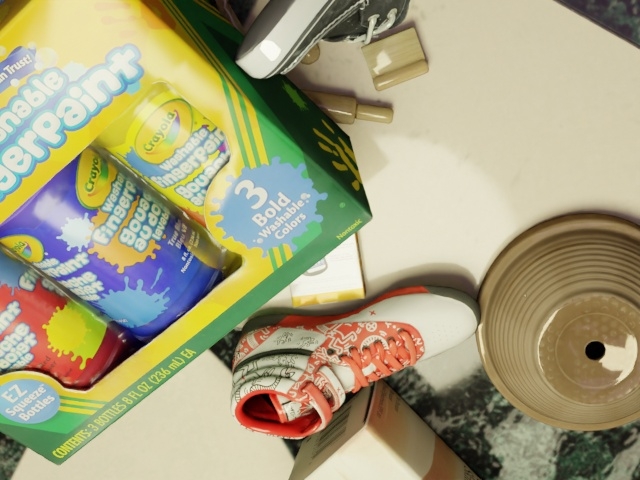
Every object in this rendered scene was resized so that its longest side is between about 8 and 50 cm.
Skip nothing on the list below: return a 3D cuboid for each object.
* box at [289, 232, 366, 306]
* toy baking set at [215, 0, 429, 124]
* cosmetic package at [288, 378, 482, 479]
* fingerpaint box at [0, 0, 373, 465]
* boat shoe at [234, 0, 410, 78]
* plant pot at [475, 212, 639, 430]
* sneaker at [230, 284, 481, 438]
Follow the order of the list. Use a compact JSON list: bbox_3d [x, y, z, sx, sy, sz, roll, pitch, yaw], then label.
[{"bbox_3d":[0.000,0.000,1.225,0.081,0.028,0.136,-7,100,8],"label":"box"},{"bbox_3d":[-0.013,-0.222,1.176,0.256,0.030,0.197,4,99,1],"label":"toy baking set"},{"bbox_3d":[0.114,0.310,1.220,0.129,0.153,0.296,-43,96,15],"label":"cosmetic package"},{"bbox_3d":[-0.239,-0.033,1.086,0.444,0.163,0.371,-38,123,17],"label":"fingerpaint box"},{"bbox_3d":[0.036,-0.234,1.060,0.102,0.301,0.108,47,144,-15],"label":"boat shoe"},{"bbox_3d":[0.279,0.098,1.174,0.237,0.110,0.238,1,104,6],"label":"plant pot"},{"bbox_3d":[0.035,0.133,1.178,0.270,0.145,0.090,-9,124,13],"label":"sneaker"}]
